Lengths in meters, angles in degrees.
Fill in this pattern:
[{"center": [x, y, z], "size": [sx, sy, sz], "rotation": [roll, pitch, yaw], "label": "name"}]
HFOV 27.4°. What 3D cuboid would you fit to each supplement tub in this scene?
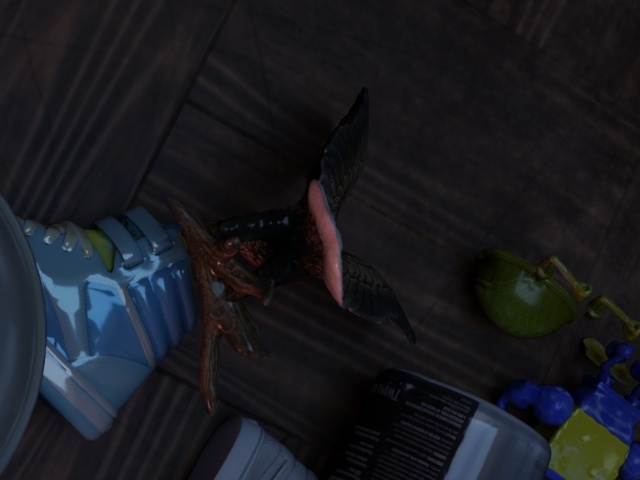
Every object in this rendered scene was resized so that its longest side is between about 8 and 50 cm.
[{"center": [0.080, 0.301, 1.278], "size": [0.194, 0.193, 0.316], "rotation": [30, 79, -19], "label": "supplement tub"}]

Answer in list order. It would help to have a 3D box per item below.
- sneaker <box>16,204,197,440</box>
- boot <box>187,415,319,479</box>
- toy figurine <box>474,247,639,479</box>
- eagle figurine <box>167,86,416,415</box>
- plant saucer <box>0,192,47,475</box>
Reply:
[{"center": [-0.239, 0.004, 1.192], "size": [0.208, 0.127, 0.319], "rotation": [-43, 114, -15], "label": "sneaker"}, {"center": [-0.094, 0.303, 1.251], "size": [0.123, 0.095, 0.258], "rotation": [40, 67, -18], "label": "boot"}, {"center": [0.270, 0.195, 1.367], "size": [0.362, 0.191, 0.217], "rotation": [37, 81, -16], "label": "toy figurine"}, {"center": [-0.008, -0.005, 1.212], "size": [0.298, 0.226, 0.225], "rotation": [-17, 52, -46], "label": "eagle figurine"}, {"center": [-0.395, 0.068, 0.986], "size": [0.401, 0.100, 0.400], "rotation": [4, 81, -26], "label": "plant saucer"}]
